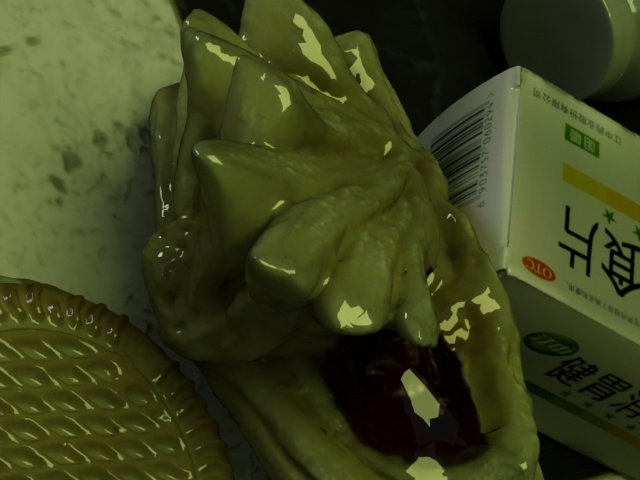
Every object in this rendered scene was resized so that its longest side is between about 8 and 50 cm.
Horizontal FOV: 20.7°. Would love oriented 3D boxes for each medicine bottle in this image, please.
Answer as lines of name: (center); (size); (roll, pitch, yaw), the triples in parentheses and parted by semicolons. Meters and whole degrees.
medicine bottle: (0.260, -0.185, 1.398); (0.250, 0.131, 0.131); (-21, 80, -45)

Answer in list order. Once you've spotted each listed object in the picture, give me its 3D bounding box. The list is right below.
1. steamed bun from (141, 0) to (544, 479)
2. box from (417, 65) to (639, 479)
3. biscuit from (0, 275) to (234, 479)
steamed bun: (0.000, 0.000, 0.983); (0.247, 0.189, 0.428); (9, 45, -30)
box: (0.210, 0.045, 1.216); (0.333, 0.145, 0.173); (28, 53, -24)
biscuit: (-0.151, 0.133, 0.916); (0.259, 0.079, 0.259); (20, 54, -30)
